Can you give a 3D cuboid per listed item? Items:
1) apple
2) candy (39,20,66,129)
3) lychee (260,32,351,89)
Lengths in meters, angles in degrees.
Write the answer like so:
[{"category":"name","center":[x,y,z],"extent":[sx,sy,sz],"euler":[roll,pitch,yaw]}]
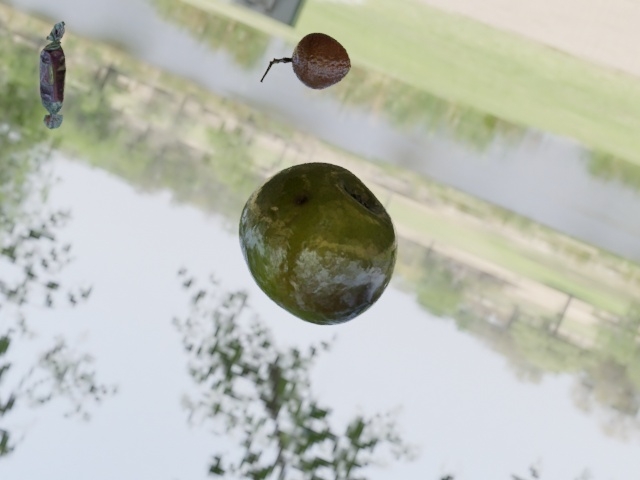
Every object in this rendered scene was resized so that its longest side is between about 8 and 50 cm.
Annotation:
[{"category":"apple","center":[0.000,0.000,1.696],"extent":[0.196,0.157,0.196],"euler":[38,-158,-18]},{"category":"candy","center":[-0.428,-0.264,2.303],"extent":[0.045,0.175,0.043],"euler":[10,-167,36]},{"category":"lychee","center":[-0.016,-0.324,2.579],"extent":[0.140,0.101,0.114],"euler":[23,-140,0]}]
